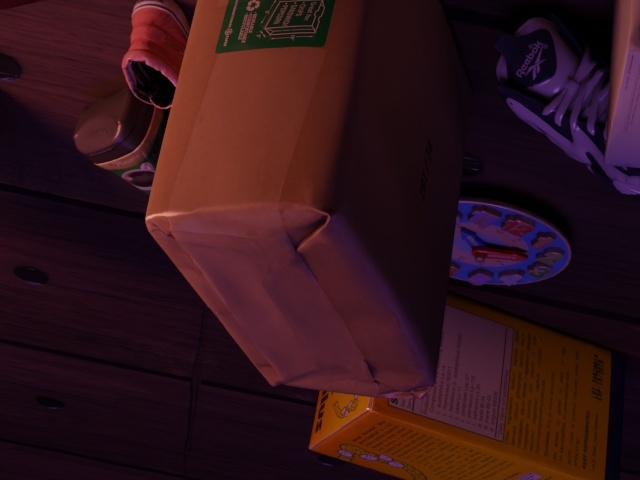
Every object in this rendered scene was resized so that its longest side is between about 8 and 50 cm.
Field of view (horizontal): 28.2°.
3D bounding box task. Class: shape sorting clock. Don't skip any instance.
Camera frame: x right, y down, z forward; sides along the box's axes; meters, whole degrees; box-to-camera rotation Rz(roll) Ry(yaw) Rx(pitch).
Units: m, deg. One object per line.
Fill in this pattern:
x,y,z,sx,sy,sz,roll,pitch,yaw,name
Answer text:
0.184,0.006,1.464,0.206,0.040,0.206,8,151,5,shape sorting clock

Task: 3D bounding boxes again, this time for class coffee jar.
-0.171,-0.091,1.374,0.096,0.079,0.184,-13,144,40,coffee jar

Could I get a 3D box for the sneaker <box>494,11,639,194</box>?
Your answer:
0.222,-0.126,1.099,0.153,0.094,0.235,33,-170,-17,sneaker

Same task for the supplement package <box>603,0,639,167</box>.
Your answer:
0.327,-0.164,0.954,0.203,0.194,0.149,6,151,8,supplement package

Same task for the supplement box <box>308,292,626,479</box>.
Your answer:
0.194,0.213,1.670,0.357,0.194,0.195,20,150,-15,supplement box

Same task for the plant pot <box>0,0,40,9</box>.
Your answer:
-0.174,-0.290,0.809,0.267,0.267,0.236,-13,168,-2,plant pot

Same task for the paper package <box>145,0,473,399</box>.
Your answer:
0.008,-0.076,1.086,0.168,0.324,0.309,0,150,20,paper package

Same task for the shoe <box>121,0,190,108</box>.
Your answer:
-0.140,-0.153,1.249,0.064,0.081,0.178,-1,149,21,shoe
